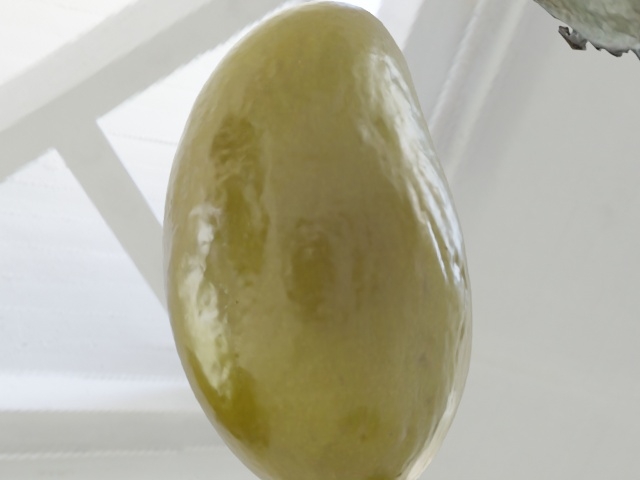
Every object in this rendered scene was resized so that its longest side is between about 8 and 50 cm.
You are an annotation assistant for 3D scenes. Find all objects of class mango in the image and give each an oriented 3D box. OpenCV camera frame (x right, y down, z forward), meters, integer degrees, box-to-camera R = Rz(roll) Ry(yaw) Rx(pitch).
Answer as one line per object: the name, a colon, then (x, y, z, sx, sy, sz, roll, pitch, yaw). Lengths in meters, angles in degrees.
mango: (-0.007, 0.003, 0.728, 0.195, 0.331, 0.142, -4, -16, -31)

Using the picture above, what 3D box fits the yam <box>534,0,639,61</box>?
yam: (0.170, -0.167, 0.375, 0.280, 0.131, 0.131, -32, -51, -11)
